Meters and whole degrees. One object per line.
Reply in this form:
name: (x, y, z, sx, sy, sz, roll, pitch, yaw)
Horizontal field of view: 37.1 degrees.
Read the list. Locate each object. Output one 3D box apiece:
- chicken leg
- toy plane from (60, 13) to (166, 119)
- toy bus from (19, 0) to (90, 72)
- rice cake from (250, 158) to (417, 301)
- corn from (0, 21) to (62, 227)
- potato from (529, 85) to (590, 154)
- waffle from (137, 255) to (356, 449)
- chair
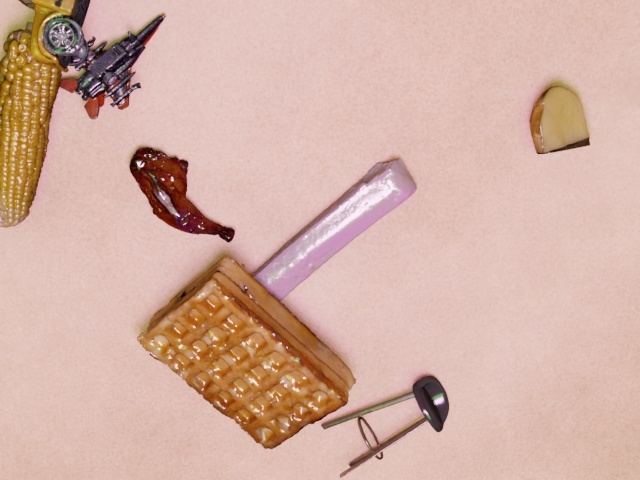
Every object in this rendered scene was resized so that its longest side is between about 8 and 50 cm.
chicken leg: (-0.225, -0.064, 1.517, 0.093, 0.053, 0.205, -35, 110, -7)
toy plane: (-0.305, -0.276, 1.439, 0.130, 0.061, 0.189, 45, 98, 16)
toy bus: (-0.346, -0.410, 1.329, 0.123, 0.121, 0.335, 17, 90, -7)
rice cake: (0.000, 0.000, 1.543, 0.365, 0.056, 0.072, -39, 103, 8)
corn: (-0.455, -0.174, 1.447, 0.097, 0.097, 0.320, 13, 108, -7)
potato: (0.367, -0.191, 1.499, 0.096, 0.066, 0.103, -11, 99, -25)
waffle: (-0.116, 0.191, 1.545, 0.308, 0.091, 0.213, 44, 124, -14)
chair: (0.121, 0.322, 1.626, 0.221, 0.095, 0.104, -32, 115, 6)
